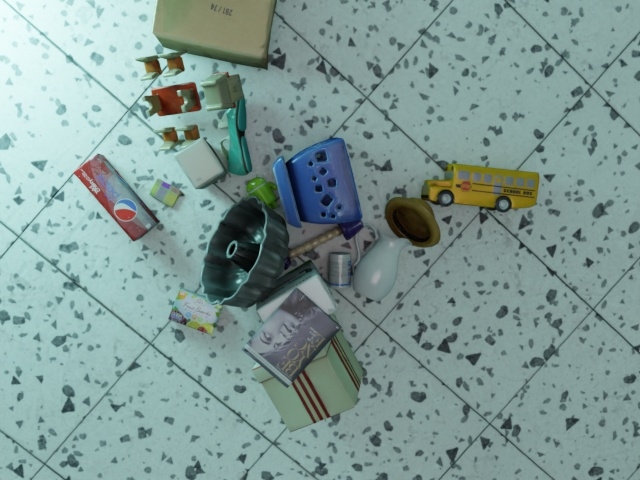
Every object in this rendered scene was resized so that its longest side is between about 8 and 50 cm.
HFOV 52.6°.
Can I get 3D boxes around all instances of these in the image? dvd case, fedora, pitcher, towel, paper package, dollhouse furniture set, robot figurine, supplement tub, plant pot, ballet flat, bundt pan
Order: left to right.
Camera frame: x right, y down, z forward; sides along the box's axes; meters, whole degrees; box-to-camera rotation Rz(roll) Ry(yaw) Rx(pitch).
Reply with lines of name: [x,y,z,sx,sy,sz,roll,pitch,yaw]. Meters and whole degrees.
towel: [-0.463,-0.142,1.939,0.083,0.009,0.060,29,94,-7]
dollhouse furniture set: [-0.363,-0.404,1.826,0.259,0.135,0.262,-2,112,22]
paper package: [-0.282,-0.671,1.817,0.324,0.168,0.310,10,94,-5]
ballet flat: [-0.258,-0.313,1.904,0.087,0.083,0.247,-4,95,10]
bundt pan: [-0.203,0.044,1.845,0.124,0.331,0.331,24,94,-33]
robot figurine: [-0.176,-0.138,1.934,0.101,0.067,0.115,-37,99,-28]
dvd case: [-0.077,0.260,1.731,0.164,0.018,0.221,42,92,-6]
plant pot: [-0.018,-0.159,1.861,0.212,0.236,0.236,-14,99,-2]
supplement tub: [0.059,0.092,1.978,0.071,0.071,0.107,1,97,-5]
pitcher: [0.158,0.064,1.969,0.177,0.125,0.207,25,90,21]
fedora: [0.290,-0.068,1.957,0.194,0.194,0.079,48,56,-8]

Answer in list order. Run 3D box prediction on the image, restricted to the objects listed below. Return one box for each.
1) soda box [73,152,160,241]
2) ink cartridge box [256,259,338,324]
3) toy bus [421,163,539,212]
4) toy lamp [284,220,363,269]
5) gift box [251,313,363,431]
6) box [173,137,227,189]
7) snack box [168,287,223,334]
soda box: [-0.592,-0.125,1.893,0.092,0.083,0.263,-39,97,0]
ink cartridge box: [-0.074,0.171,1.871,0.201,0.278,0.117,-31,99,-1]
toy bus: [0.481,-0.158,1.966,0.332,0.108,0.130,6,96,-5]
toy lamp: [0.000,0.000,1.960,0.274,0.080,0.080,-28,98,0]
gift box: [-0.042,0.364,1.918,0.255,0.276,0.258,-26,102,12]
box: [-0.328,-0.211,1.808,0.094,0.275,0.113,-32,98,-3]
snack box: [-0.378,0.216,1.972,0.141,0.037,0.100,21,93,-7]
